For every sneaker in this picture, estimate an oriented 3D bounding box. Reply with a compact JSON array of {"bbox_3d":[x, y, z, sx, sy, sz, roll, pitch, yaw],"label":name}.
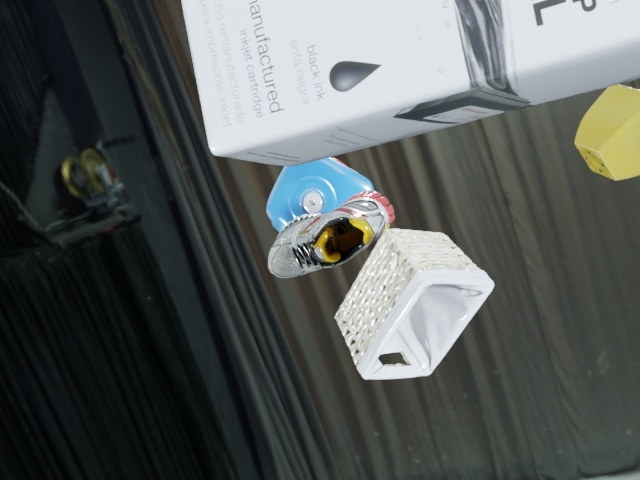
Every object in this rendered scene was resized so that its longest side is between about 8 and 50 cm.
[{"bbox_3d":[0.000,0.000,1.083,0.225,0.088,0.093,-30,12,35],"label":"sneaker"}]

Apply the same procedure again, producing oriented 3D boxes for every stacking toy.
[{"bbox_3d":[0.043,-0.077,1.400,0.166,0.175,0.302,-63,-18,16],"label":"stacking toy"}]

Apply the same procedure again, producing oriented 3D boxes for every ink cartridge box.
[{"bbox_3d":[0.090,-0.244,0.582,0.395,0.285,0.166,-12,-2,23],"label":"ink cartridge box"}]

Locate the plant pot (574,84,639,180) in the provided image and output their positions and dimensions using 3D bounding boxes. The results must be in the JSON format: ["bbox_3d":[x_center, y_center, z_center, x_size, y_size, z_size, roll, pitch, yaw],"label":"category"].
[{"bbox_3d":[0.343,-0.117,0.832,0.083,0.081,0.081,-41,26,2],"label":"plant pot"}]

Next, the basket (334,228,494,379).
[{"bbox_3d":[0.106,0.075,0.880,0.113,0.167,0.103,4,39,-34],"label":"basket"}]
